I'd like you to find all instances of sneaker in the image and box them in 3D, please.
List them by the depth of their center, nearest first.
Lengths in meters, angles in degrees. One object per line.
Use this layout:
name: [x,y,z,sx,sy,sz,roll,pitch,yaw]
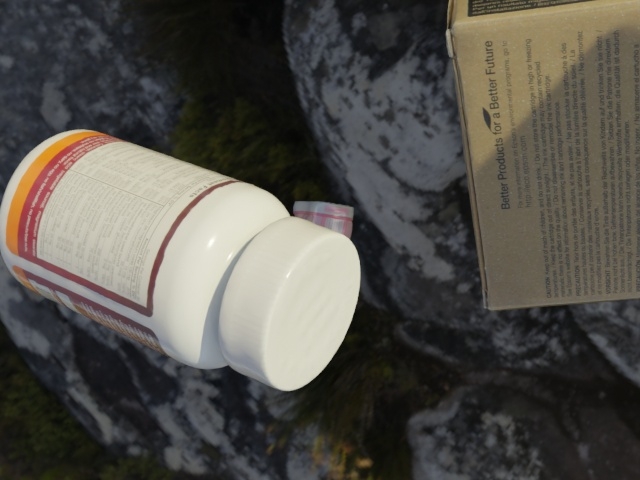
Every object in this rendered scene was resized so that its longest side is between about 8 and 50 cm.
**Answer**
sneaker: [0.000,0.000,0.900,0.051,0.134,0.070,5,92,-8]

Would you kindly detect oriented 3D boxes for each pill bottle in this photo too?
pill bottle: [-0.092,0.011,0.637,0.221,0.121,0.121,20,130,29]

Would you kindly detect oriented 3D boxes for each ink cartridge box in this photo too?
ink cartridge box: [0.194,-0.070,0.658,0.193,0.088,0.235,-4,129,13]
